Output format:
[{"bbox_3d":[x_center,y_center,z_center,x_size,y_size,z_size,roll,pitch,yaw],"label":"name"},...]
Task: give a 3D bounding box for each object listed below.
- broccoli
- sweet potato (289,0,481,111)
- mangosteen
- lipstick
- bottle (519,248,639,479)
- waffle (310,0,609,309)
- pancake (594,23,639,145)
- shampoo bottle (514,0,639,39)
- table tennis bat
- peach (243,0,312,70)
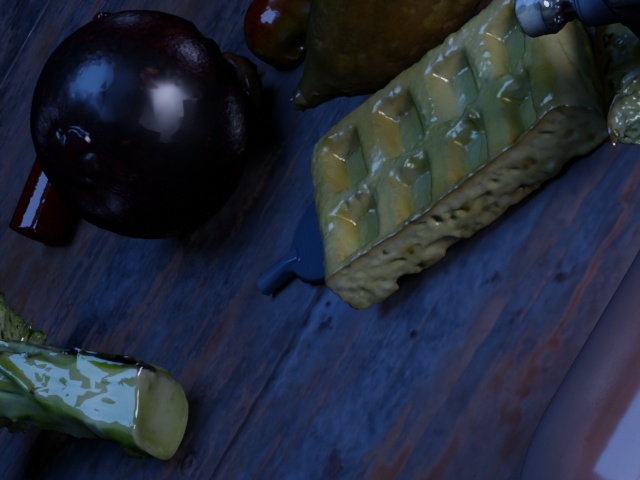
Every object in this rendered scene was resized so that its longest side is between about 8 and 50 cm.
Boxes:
[{"bbox_3d":[-0.279,0.147,1.507,0.361,0.252,0.221,20,54,19],"label":"broccoli"},{"bbox_3d":[0.088,-0.255,1.320,0.370,0.157,0.158,-67,29,21],"label":"sweet potato"},{"bbox_3d":[-0.155,-0.123,1.529,0.228,0.228,0.265,-23,7,45],"label":"mangosteen"},{"bbox_3d":[-0.281,-0.131,1.816,0.073,0.073,0.280,2,69,55],"label":"lipstick"},{"bbox_3d":[0.203,0.125,0.859,0.297,0.173,0.206,-61,0,4],"label":"bottle"},{"bbox_3d":[0.099,-0.079,1.237,0.274,0.057,0.168,-37,40,29],"label":"waffle"},{"bbox_3d":[0.260,-0.233,1.108,0.197,0.054,0.377,-27,45,61],"label":"pancake"},{"bbox_3d":[0.265,-0.165,0.958,0.309,0.098,0.071,-7,71,32],"label":"shampoo bottle"},{"bbox_3d":[0.000,0.000,1.367,0.155,0.019,0.100,-39,39,28],"label":"table tennis bat"},{"bbox_3d":[-0.043,-0.223,1.559,0.098,0.061,0.098,-30,50,44],"label":"peach"}]
